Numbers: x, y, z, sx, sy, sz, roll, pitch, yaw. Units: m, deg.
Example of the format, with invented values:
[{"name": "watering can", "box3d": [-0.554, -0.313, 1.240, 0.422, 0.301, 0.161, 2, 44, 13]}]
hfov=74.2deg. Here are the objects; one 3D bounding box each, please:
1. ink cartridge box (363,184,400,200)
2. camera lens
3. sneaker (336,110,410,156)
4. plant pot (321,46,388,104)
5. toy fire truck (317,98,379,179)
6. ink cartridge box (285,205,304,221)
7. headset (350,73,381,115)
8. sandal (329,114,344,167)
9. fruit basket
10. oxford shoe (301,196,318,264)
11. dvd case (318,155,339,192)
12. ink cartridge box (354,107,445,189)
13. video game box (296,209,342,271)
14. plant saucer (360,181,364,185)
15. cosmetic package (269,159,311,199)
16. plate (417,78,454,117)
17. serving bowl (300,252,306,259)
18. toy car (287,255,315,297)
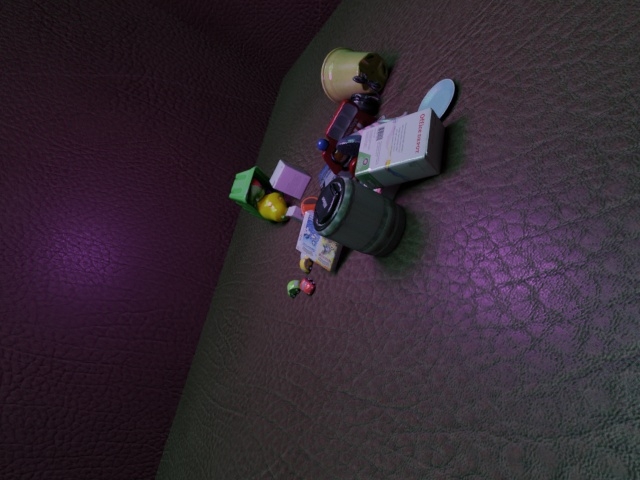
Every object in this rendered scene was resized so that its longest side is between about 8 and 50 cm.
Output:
[{"name": "ink cartridge box", "box3d": [0.231, -0.226, 1.641, 0.115, 0.067, 0.198, -65, 23, 5]}, {"name": "camera lens", "box3d": [0.127, -0.081, 1.474, 0.219, 0.274, 0.220, -47, 31, 39]}, {"name": "sneaker", "box3d": [0.215, -0.418, 1.668, 0.318, 0.112, 0.131, -4, 67, 25]}, {"name": "plant pot", "box3d": [0.183, -0.810, 2.068, 0.254, 0.276, 0.276, 27, 94, 56]}, {"name": "toy fire truck", "box3d": [0.126, -0.417, 1.802, 0.302, 0.253, 0.169, -56, 26, 26]}, {"name": "ink cartridge box", "box3d": [-0.098, -0.124, 2.178, 0.099, 0.135, 0.056, 2, 68, 65]}, {"name": "headset", "box3d": [0.166, -0.597, 1.965, 0.394, 0.185, 0.244, 131, 152, -60]}, {"name": "sandal", "box3d": [0.098, -0.431, 1.949, 0.120, 0.086, 0.303, -104, 3, -46]}, {"name": "fruit basket", "box3d": [-0.328, -0.256, 2.623, 0.392, 0.391, 0.283, -18, 54, 61]}, {"name": "oxford shoe", "box3d": [-0.008, -0.029, 1.966, 0.133, 0.129, 0.364, 77, -176, -55]}, {"name": "dvd case", "box3d": [0.053, -0.332, 2.181, 0.180, 0.022, 0.253, -51, 28, 32]}, {"name": "ink cartridge box", "box3d": [0.274, -0.309, 1.460, 0.278, 0.117, 0.202, -9, 60, 41]}, {"name": "video game box", "box3d": [0.000, 0.000, 1.774, 0.205, 0.048, 0.187, 32, 123, 29]}, {"name": "plant saucer", "box3d": [0.177, -0.212, 1.743, 0.119, 0.021, 0.119, -56, -17, -28]}, {"name": "cosmetic package", "box3d": [-0.180, -0.362, 2.507, 0.151, 0.183, 0.151, -61, 24, 14]}, {"name": "plate", "box3d": [0.419, -0.490, 1.526, 0.188, 0.024, 0.188, -46, 32, 41]}, {"name": "serving bowl", "box3d": [-0.077, 0.067, 2.098, 0.083, 0.027, 0.083, -48, 29, 38]}, {"name": "toy car", "box3d": [-0.103, 0.195, 2.008, 0.225, 0.053, 0.239, -48, 30, 37]}]
